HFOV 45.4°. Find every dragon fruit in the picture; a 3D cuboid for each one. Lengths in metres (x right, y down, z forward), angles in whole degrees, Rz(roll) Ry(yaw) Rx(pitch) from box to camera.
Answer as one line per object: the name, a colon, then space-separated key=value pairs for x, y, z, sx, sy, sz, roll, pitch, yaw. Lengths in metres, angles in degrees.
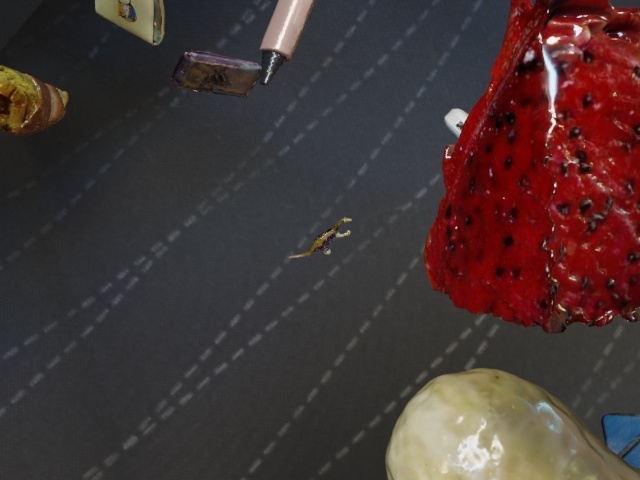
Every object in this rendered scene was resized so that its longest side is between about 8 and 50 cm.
dragon fruit: x=0.271 y=-0.093 z=0.816 sx=0.286 sy=0.228 sz=0.329 roll=-11 pitch=98 yaw=-18

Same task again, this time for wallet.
wallet: x=-0.205 y=-0.335 z=1.530 sx=0.165 sy=0.030 sz=0.111 roll=4 pitch=155 yaw=-26
wallet: x=-0.354 y=-0.441 z=1.414 sx=0.039 sy=0.155 sz=0.110 roll=-41 pitch=154 yaw=-39

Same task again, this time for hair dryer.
hair dryer: x=-0.005 y=-0.373 z=1.079 sx=0.106 sy=0.189 sz=0.344 roll=25 pitch=85 yaw=-51

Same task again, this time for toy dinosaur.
toy dinosaur: x=0.012 y=0.000 z=1.477 sx=0.058 sy=0.037 sz=0.180 roll=7 pitch=142 yaw=-39

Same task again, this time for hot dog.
hot dog: x=-0.483 y=-0.213 z=1.219 sx=0.261 sy=0.123 sz=0.093 roll=9 pitch=85 yaw=-80

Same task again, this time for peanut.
peanut: x=0.143 y=0.171 z=0.496 sx=0.129 sy=0.224 sz=0.129 roll=-51 pitch=-177 yaw=3

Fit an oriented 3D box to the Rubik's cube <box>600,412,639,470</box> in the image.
Rubik's cube: x=0.343 y=0.188 z=0.658 sx=0.211 sy=0.190 sz=0.178 roll=8 pitch=129 yaw=-37

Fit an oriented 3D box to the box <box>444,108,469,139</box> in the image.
box: x=0.268 y=-0.122 z=1.128 sx=0.044 sy=0.142 sz=0.285 roll=-45 pitch=163 yaw=17

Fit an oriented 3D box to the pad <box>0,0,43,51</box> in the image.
pad: x=-0.193 y=-0.178 z=0.445 sx=0.003 sy=0.157 sz=0.112 roll=-22 pitch=101 yaw=-32
